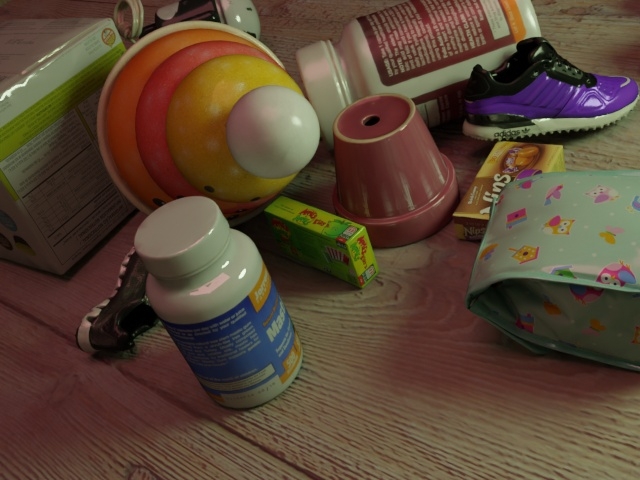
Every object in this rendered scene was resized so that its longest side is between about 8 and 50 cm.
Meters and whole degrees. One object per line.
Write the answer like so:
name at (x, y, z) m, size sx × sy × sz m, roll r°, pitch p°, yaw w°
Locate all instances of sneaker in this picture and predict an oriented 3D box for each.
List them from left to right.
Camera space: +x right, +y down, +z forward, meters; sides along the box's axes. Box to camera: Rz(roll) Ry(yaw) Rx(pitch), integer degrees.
sneaker at (-0.282, 0.086, 1.224) m, size 0.106 × 0.078 × 0.234 m, roll 7°, pitch 50°, yaw 27°
sneaker at (0.370, -0.252, 1.227) m, size 0.293 × 0.146 × 0.102 m, roll -10°, pitch 27°, yaw -6°

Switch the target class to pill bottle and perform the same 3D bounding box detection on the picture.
pill bottle at (-0.131, 0.080, 1.000) m, size 0.152 × 0.272 × 0.152 m, roll -13°, pitch 40°, yaw 11°
pill bottle at (0.168, -0.306, 1.356) m, size 0.392 × 0.224 × 0.224 m, roll -18°, pitch 39°, yaw 4°

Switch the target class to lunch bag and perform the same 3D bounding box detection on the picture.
lunch bag at (0.324, 0.024, 0.952) m, size 0.262 × 0.160 × 0.223 m, roll 7°, pitch 47°, yaw 23°

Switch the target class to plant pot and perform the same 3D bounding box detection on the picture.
plant pot at (0.104, -0.119, 1.201) m, size 0.201 × 0.180 × 0.201 m, roll -12°, pitch 40°, yaw 10°

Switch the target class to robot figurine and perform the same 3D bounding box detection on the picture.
robot figurine at (-0.278, -0.484, 1.813) m, size 0.278 × 0.173 × 0.209 m, roll -17°, pitch 42°, yaw 5°

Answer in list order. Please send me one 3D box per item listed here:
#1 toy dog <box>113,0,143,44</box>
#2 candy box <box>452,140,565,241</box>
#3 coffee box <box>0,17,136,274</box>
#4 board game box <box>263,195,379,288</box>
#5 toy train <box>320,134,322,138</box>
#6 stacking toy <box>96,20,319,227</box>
toy dog at (-0.353, -0.349, 1.688) m, size 0.220 × 0.161 × 0.334 m, roll -45°, pitch 63°, yaw 30°
candy box at (0.287, -0.073, 1.165) m, size 0.109 × 0.053 × 0.187 m, roll 10°, pitch 47°, yaw 34°
coffee box at (-0.540, -0.186, 1.449) m, size 0.337 × 0.334 × 0.338 m, roll 11°, pitch 47°, yaw 35°
board game box at (0.000, 0.000, 1.178) m, size 0.181 × 0.092 × 0.043 m, roll 22°, pitch 54°, yaw 41°
toy train at (-0.003, -0.203, 1.478) m, size 0.083 × 0.017 × 0.024 m, roll 4°, pitch 55°, yaw 28°
stacking toy at (-0.131, -0.162, 1.119) m, size 0.350 × 0.350 × 0.480 m, roll -31°, pitch 17°, yaw -12°
